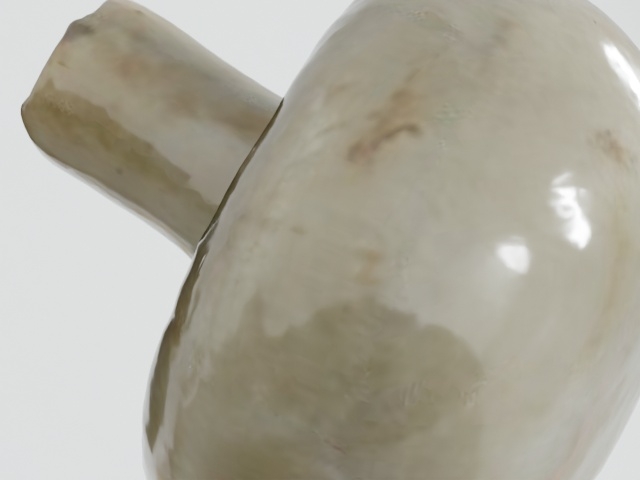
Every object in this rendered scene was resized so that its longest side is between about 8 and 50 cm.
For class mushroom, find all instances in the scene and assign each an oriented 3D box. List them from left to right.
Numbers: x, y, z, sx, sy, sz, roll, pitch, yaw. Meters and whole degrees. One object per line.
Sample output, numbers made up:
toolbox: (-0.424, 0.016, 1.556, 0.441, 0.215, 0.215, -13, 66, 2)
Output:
mushroom: (0.000, 0.000, 0.541, 0.215, 0.207, 0.207, 31, -13, 14)
